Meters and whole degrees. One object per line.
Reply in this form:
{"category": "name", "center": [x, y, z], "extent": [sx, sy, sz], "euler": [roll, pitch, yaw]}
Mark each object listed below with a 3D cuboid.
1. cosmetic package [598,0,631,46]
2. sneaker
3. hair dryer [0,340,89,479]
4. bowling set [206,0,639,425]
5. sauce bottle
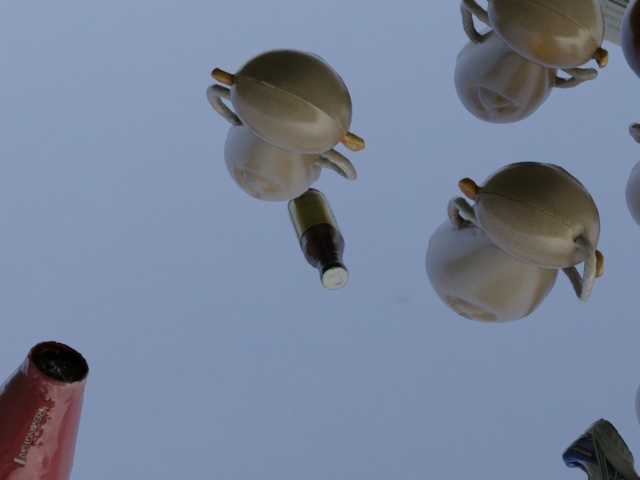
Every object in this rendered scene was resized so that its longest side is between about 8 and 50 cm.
{"category": "cosmetic package", "center": [0.323, -0.272, 1.570], "extent": [0.138, 0.225, 0.224], "euler": [25, -167, 0]}
{"category": "sneaker", "center": [0.246, 0.216, 1.480], "extent": [0.058, 0.052, 0.135], "euler": [-31, -116, -4]}
{"category": "hair dryer", "center": [-0.256, 0.142, 1.051], "extent": [0.293, 0.223, 0.080], "euler": [-24, -144, 12]}
{"category": "bowling set", "center": [0.111, -0.052, 0.742], "extent": [0.287, 0.154, 0.200], "euler": [29, -103, 0]}
{"category": "sauce bottle", "center": [0.000, 0.000, 1.648], "extent": [0.042, 0.042, 0.128], "euler": [-10, -143, -7]}
